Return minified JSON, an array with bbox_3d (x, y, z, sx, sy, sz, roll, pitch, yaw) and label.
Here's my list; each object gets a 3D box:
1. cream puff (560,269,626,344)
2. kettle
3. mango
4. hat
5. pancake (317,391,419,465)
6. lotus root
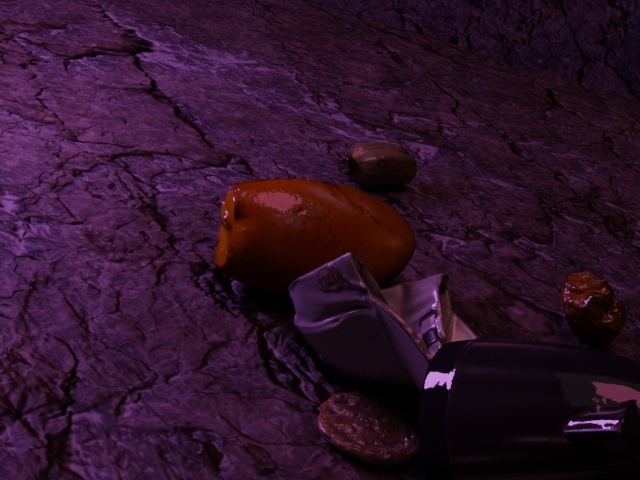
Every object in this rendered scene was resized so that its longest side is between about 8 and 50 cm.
[{"bbox_3d":[0.438,0.105,1.541,0.094,0.122,0.116,-11,-18,20],"label":"cream puff"},{"bbox_3d":[0.278,0.217,1.045,0.271,0.250,0.207,-8,43,32],"label":"kettle"},{"bbox_3d":[0.000,0.000,1.436,0.350,0.201,0.199,9,57,-33],"label":"mango"},{"bbox_3d":[0.100,0.152,1.254,0.258,0.168,0.301,12,38,-54],"label":"hat"},{"bbox_3d":[0.060,0.231,1.190,0.140,0.022,0.139,12,24,-5],"label":"pancake"},{"bbox_3d":[0.104,-0.144,1.847,0.183,0.077,0.090,-5,43,-37],"label":"lotus root"}]
